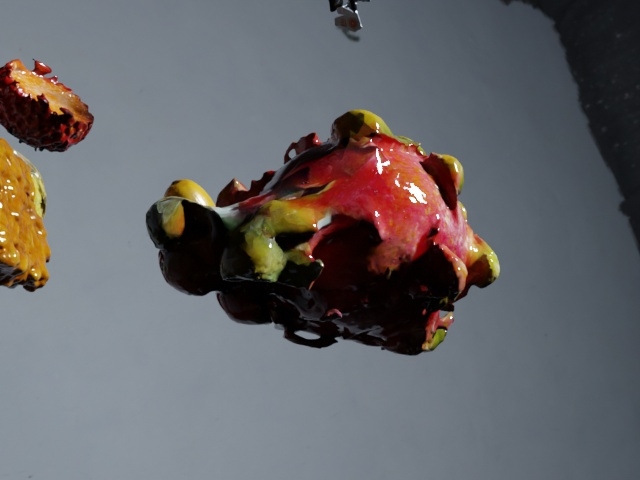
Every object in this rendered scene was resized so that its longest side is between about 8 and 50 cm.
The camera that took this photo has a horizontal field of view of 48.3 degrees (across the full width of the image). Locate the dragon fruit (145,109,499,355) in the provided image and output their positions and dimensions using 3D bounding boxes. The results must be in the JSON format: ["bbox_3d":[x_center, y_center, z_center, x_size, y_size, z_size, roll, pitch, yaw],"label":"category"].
[{"bbox_3d":[0.000,0.000,0.411,0.207,0.150,0.133,2,40,-33],"label":"dragon fruit"}]

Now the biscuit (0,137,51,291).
[{"bbox_3d":[-0.644,-0.057,1.424,0.110,0.318,0.312,-17,78,-6],"label":"biscuit"}]

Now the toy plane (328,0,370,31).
[{"bbox_3d":[0.038,-0.390,1.018,0.053,0.078,0.197,-46,140,-33],"label":"toy plane"}]

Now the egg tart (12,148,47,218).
[{"bbox_3d":[-0.766,-0.076,1.649,0.297,0.132,0.297,-16,114,-38],"label":"egg tart"}]

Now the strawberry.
[{"bbox_3d":[-0.375,-0.173,0.951,0.086,0.145,0.145,-41,98,7],"label":"strawberry"}]

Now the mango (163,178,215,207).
[{"bbox_3d":[-0.311,-0.033,1.871,0.295,0.120,0.177,63,1,-36],"label":"mango"}]
